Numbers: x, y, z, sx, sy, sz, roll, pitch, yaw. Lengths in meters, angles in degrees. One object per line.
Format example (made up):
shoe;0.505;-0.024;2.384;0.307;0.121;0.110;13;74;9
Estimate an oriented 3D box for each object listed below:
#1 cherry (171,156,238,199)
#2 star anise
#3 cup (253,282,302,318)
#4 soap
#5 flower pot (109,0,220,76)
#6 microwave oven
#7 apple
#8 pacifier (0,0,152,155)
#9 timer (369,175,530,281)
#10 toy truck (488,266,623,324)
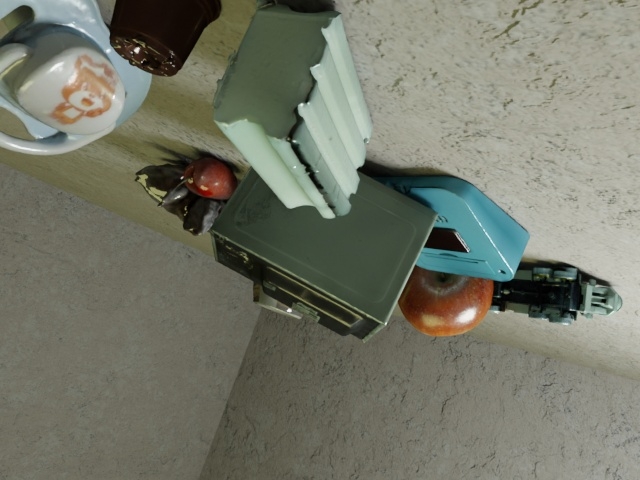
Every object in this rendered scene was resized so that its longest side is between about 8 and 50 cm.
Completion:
cherry;-0.239;-0.135;1.182;0.106;0.087;0.126;13;-174;27
star anise;-0.288;-0.107;1.324;0.316;0.139;0.359;38;-173;-31
cup;-0.084;0.059;1.438;0.227;0.257;0.301;12;165;27
soap;-0.017;-0.130;0.609;0.094;0.150;0.261;13;168;17
flower pot;-0.169;-0.225;0.565;0.111;0.089;0.111;19;170;3
microwave oven;0.000;0.000;0.905;0.295;0.237;0.181;28;159;3
apple;0.258;0.104;1.148;0.201;0.201;0.162;15;157;24
pacifier;-0.367;-0.242;0.719;0.207;0.227;0.279;58;-176;21
timer;0.210;-0.040;0.953;0.232;0.091;0.250;9;153;49
toy truck;0.461;0.113;1.128;0.140;0.108;0.257;10;174;-36
